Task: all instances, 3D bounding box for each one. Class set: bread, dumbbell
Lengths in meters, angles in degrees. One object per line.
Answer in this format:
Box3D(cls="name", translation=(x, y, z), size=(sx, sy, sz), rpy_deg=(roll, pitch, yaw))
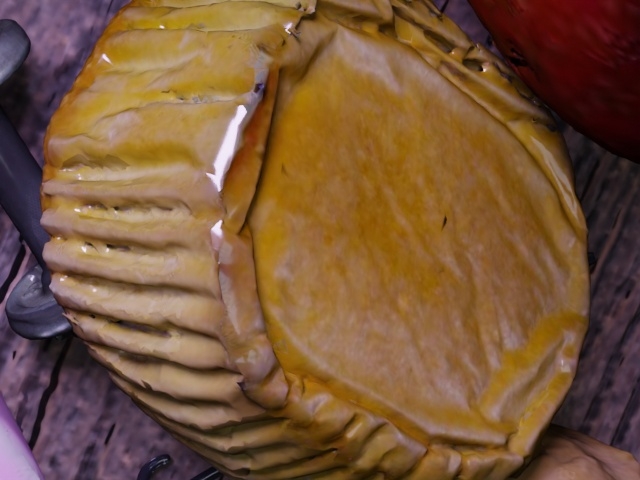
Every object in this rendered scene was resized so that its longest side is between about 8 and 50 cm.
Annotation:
Box3D(cls="bread", translation=(0.000, 0.000, 0.815), size=(0.253, 0.142, 0.227), rpy_deg=(37, 66, -38))
Box3D(cls="dumbbell", translation=(-0.138, -0.027, 0.835), size=(0.081, 0.081, 0.254), rpy_deg=(-34, 112, -9))

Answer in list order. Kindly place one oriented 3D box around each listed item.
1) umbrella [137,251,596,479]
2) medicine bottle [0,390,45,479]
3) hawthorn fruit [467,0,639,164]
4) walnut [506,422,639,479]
Box3D(cls="umbrella", translation=(0.033, 0.076, 0.941), size=(0.269, 0.044, 0.044), rpy_deg=(-25, 140, -12))
Box3D(cls="medicine bottle", translation=(-0.211, 0.088, 0.721), size=(0.178, 0.290, 0.178), rpy_deg=(-4, 103, -19))
Box3D(cls="hawthorn fruit", translation=(0.184, -0.169, 0.796), size=(0.316, 0.316, 0.316), rpy_deg=(-4, 104, -18))
Box3D(cls="walnut", translation=(0.084, 0.186, 0.907), size=(0.213, 0.213, 0.213), rpy_deg=(-4, 104, -18))
